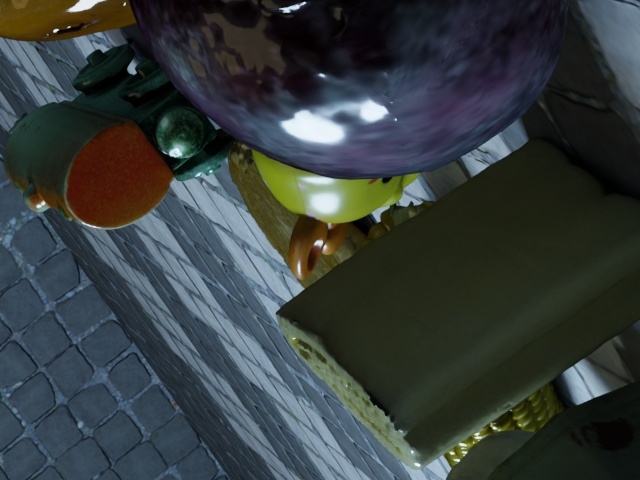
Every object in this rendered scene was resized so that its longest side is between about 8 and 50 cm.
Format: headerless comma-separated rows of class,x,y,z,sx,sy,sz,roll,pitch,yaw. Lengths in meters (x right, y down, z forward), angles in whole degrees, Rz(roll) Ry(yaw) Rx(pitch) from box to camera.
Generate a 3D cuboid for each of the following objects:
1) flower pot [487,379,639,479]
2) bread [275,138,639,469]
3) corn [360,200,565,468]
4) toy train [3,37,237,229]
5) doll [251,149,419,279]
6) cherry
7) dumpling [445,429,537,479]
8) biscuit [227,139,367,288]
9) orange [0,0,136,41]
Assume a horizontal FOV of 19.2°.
flower pot,0.197,0.215,0.929,0.259,0.290,0.290,56,175,45
bread,0.079,0.026,0.968,0.139,0.178,0.060,40,159,46
corn,0.101,0.090,1.267,0.101,0.101,0.310,39,161,49
toy train,-0.187,-0.083,1.662,0.116,0.177,0.285,56,167,-20
doll,-0.007,-0.078,1.118,0.135,0.143,0.221,8,148,21
cherry,0.018,-0.113,0.806,0.195,0.195,0.195,49,168,14
dumpling,0.170,0.192,1.152,0.229,0.151,0.124,19,122,25
biscuit,0.000,0.000,1.525,0.226,0.042,0.226,50,170,12
orange,-0.130,-0.230,0.989,0.249,0.183,0.249,16,130,20
